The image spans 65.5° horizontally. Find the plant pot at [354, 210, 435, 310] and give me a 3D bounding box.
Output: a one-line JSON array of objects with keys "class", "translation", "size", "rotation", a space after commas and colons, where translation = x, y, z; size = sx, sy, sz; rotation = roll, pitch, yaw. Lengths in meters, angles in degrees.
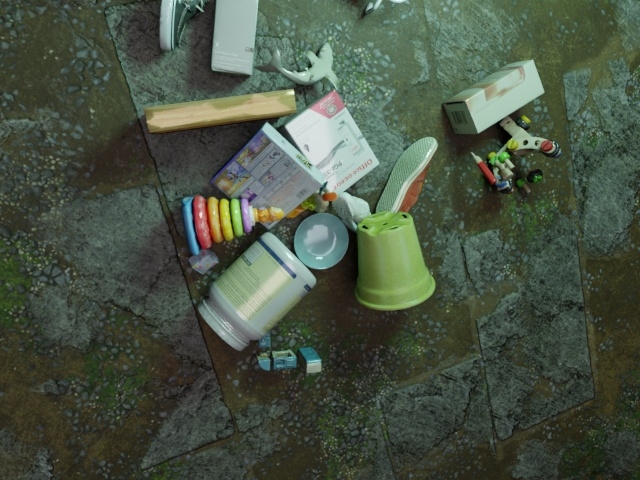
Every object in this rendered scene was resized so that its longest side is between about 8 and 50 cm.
[{"class": "plant pot", "translation": [0.226, 0.050, 1.638], "size": [0.275, 0.276, 0.254], "rotation": [-18, 113, -13]}]

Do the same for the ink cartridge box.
[{"class": "ink cartridge box", "translation": [0.029, -0.307, 1.613], "size": [0.207, 0.117, 0.283], "rotation": [-38, 108, -8]}]

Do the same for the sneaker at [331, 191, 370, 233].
[{"class": "sneaker", "translation": [0.109, -0.108, 1.647], "size": [0.090, 0.235, 0.095], "rotation": [39, 83, 25]}]

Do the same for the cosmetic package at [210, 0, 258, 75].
[{"class": "cosmetic package", "translation": [-0.257, -0.616, 1.477], "size": [0.127, 0.107, 0.238], "rotation": [2, 102, -15]}]

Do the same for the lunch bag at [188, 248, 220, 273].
[{"class": "lunch bag", "translation": [-0.369, 0.067, 1.588], "size": [0.071, 0.053, 0.083], "rotation": [-37, 148, 3]}]

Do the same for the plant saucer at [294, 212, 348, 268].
[{"class": "plant saucer", "translation": [0.000, 0.000, 1.704], "size": [0.194, 0.037, 0.195], "rotation": [-3, 101, -16]}]

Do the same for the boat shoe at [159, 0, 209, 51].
[{"class": "boat shoe", "translation": [-0.376, -0.699, 1.413], "size": [0.119, 0.121, 0.336], "rotation": [13, 94, -15]}]

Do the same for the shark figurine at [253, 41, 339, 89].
[{"class": "shark figurine", "translation": [-0.058, -0.513, 1.548], "size": [0.278, 0.116, 0.166], "rotation": [-25, 92, -37]}]

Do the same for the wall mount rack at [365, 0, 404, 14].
[{"class": "wall mount rack", "translation": [0.152, -0.903, 1.544], "size": [0.349, 0.130, 0.304], "rotation": [30, 94, -20]}]

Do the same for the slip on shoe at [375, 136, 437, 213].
[{"class": "slip on shoe", "translation": [0.310, -0.206, 1.729], "size": [0.101, 0.123, 0.332], "rotation": [25, 94, -37]}]

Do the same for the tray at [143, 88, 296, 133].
[{"class": "tray", "translation": [-0.294, -0.373, 1.456], "size": [0.410, 0.203, 0.076], "rotation": [-13, 104, -15]}]

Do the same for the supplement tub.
[{"class": "supplement tub", "translation": [-0.200, 0.161, 1.566], "size": [0.325, 0.235, 0.235], "rotation": [-44, 109, -5]}]

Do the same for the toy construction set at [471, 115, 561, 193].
[{"class": "toy construction set", "translation": [0.661, -0.319, 1.779], "size": [0.308, 0.258, 0.237], "rotation": [-11, 59, -31]}]

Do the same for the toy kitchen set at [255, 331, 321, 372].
[{"class": "toy kitchen set", "translation": [-0.110, 0.356, 1.690], "size": [0.206, 0.122, 0.166], "rotation": [-2, 101, -17]}]

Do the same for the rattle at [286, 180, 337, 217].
[{"class": "rattle", "translation": [-0.044, -0.127, 1.579], "size": [0.142, 0.199, 0.130], "rotation": [-11, 107, -16]}]

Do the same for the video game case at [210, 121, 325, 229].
[{"class": "video game case", "translation": [-0.162, -0.190, 1.527], "size": [0.244, 0.061, 0.269], "rotation": [40, 126, -20]}]

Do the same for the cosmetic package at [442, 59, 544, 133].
[{"class": "cosmetic package", "translation": [0.602, -0.499, 1.740], "size": [0.296, 0.153, 0.129], "rotation": [-32, 108, -11]}]

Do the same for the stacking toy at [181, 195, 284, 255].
[{"class": "stacking toy", "translation": [-0.259, -0.067, 1.514], "size": [0.301, 0.175, 0.166], "rotation": [-8, 105, -5]}]
